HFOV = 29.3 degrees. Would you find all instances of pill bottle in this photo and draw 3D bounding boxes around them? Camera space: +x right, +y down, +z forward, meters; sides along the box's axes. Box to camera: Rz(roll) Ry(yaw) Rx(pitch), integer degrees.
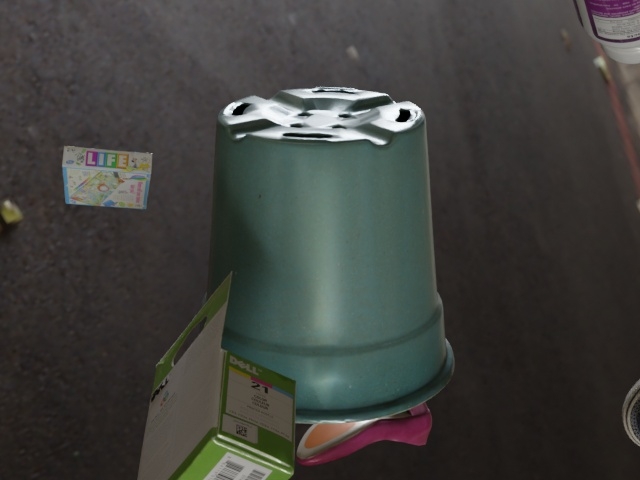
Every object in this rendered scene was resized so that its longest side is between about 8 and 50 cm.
[{"bbox_3d":[0.486,-0.416,1.969,0.301,0.169,0.169,49,25,-57],"label":"pill bottle"}]

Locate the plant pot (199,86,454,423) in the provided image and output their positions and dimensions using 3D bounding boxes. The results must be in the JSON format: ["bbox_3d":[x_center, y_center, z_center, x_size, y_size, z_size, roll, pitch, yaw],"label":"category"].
[{"bbox_3d":[0.000,0.000,1.525,0.341,0.341,0.334,-54,146,-63],"label":"plant pot"}]

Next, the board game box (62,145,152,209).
[{"bbox_3d":[-0.261,-0.075,1.501,0.154,0.103,0.026,125,-32,-72],"label":"board game box"}]

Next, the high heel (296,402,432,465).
[{"bbox_3d":[0.066,0.291,1.758,0.244,0.082,0.117,-29,118,-41],"label":"high heel"}]

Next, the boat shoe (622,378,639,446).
[{"bbox_3d":[0.506,0.182,1.367,0.158,0.340,0.127,-43,114,-72],"label":"boat shoe"}]

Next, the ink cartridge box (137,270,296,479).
[{"bbox_3d":[-0.112,0.187,1.330,0.097,0.189,0.255,27,35,-19],"label":"ink cartridge box"}]
